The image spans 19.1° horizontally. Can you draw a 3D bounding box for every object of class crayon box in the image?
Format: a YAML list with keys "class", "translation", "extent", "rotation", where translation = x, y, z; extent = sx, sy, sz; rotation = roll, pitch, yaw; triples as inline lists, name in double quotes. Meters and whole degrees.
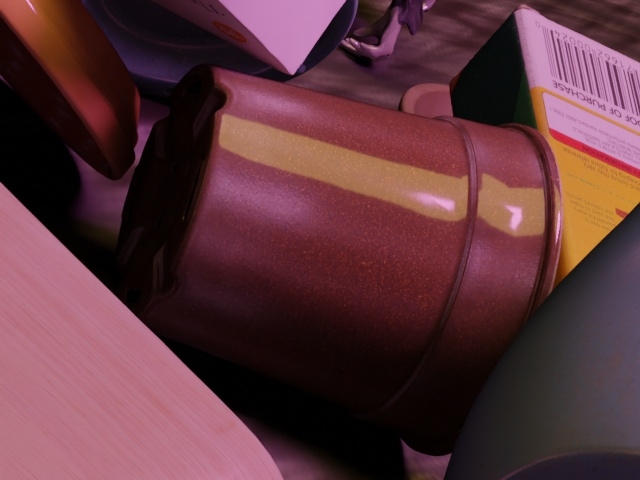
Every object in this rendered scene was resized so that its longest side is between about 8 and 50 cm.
- class: "crayon box"
  translation: [0.191, 0.026, 1.118]
  extent: [0.202, 0.081, 0.319]
  rotation: [22, 41, -25]

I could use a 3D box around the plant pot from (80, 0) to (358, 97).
- class: "plant pot"
  translation: [-0.071, -0.206, 1.098]
  extent: [0.293, 0.293, 0.196]
  rotation: [18, 53, -36]

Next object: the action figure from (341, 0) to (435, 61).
- class: "action figure"
  translation: [0.028, -0.227, 1.431]
  extent: [0.275, 0.141, 0.164]
  rotation: [6, 30, -23]

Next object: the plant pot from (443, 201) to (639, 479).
- class: "plant pot"
  translation: [0.179, 0.120, 0.733]
  extent: [0.293, 0.293, 0.235]
  rotation: [41, 38, 16]

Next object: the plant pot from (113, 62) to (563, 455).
- class: "plant pot"
  translation: [0.000, 0.000, 0.890]
  extent: [0.165, 0.167, 0.167]
  rotation: [18, 26, -19]

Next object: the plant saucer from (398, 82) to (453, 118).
- class: "plant saucer"
  translation: [0.163, -0.010, 1.291]
  extent: [0.278, 0.041, 0.278]
  rotation: [29, 21, -12]

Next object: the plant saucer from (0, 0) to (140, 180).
- class: "plant saucer"
  translation: [-0.152, -0.115, 0.924]
  extent: [0.200, 0.037, 0.200]
  rotation: [47, -8, 9]

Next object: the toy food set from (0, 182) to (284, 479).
- class: "toy food set"
  translation: [-0.177, 0.057, 0.621]
  extent: [0.306, 0.092, 0.219]
  rotation: [42, 34, 22]

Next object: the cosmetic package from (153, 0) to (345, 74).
- class: "cosmetic package"
  translation: [-0.102, -0.164, 0.896]
  extent: [0.239, 0.060, 0.099]
  rotation: [31, -4, 35]
